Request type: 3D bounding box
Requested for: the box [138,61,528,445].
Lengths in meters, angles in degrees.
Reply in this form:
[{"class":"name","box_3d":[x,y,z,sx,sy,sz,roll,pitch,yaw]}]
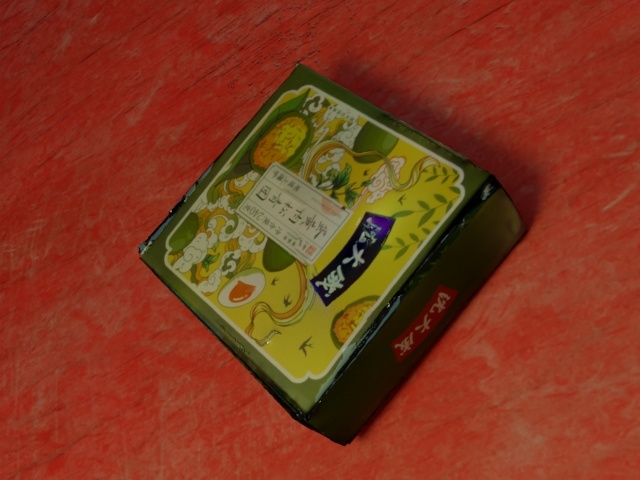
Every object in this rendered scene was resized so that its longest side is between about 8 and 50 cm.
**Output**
[{"class":"box","box_3d":[0.000,0.000,1.264,0.373,0.138,0.420,-50,50,-3]}]
